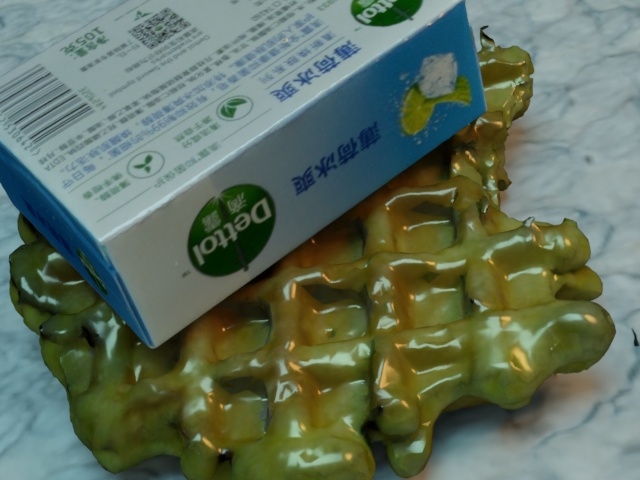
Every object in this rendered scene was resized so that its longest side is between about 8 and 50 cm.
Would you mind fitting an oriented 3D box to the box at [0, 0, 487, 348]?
[{"bbox_3d":[-0.043,-0.061,0.639,0.194,0.073,0.139,-35,46,-17],"label":"box"}]

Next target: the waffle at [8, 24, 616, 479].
[{"bbox_3d":[-0.004,-0.005,0.666,0.281,0.058,0.301,-28,44,-9],"label":"waffle"}]
